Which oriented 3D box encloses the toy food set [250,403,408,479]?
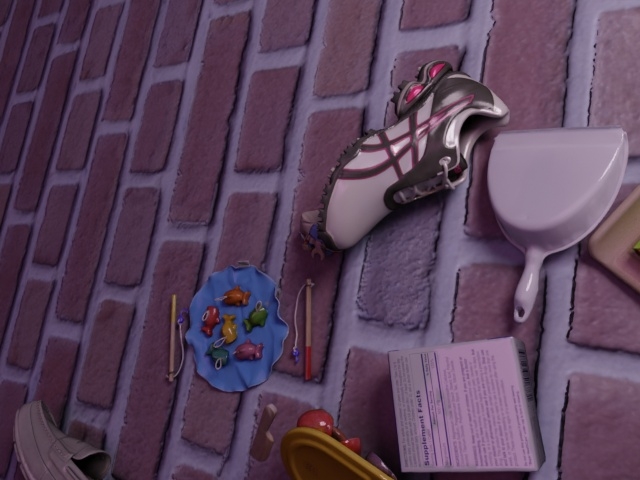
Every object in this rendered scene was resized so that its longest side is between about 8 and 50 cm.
[{"bbox_3d":[0.028,0.251,0.587,0.218,0.071,0.128,27,128,23],"label":"toy food set"}]

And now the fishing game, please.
[{"bbox_3d":[-0.129,0.123,0.743,0.264,0.041,0.189,-5,77,29],"label":"fishing game"}]

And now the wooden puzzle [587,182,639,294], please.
[{"bbox_3d":[0.399,0.000,0.438,0.238,0.044,0.221,47,115,30],"label":"wooden puzzle"}]

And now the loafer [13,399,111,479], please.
[{"bbox_3d":[-0.383,0.363,0.799,0.111,0.112,0.319,-34,54,-22],"label":"loafer"}]

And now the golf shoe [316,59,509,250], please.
[{"bbox_3d":[0.103,-0.089,0.613,0.120,0.105,0.273,38,91,30],"label":"golf shoe"}]

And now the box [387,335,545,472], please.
[{"bbox_3d":[0.152,0.174,0.544,0.137,0.072,0.126,-13,71,26],"label":"box"}]

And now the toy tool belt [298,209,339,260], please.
[{"bbox_3d":[0.000,0.000,0.701,0.083,0.052,0.051,48,133,33],"label":"toy tool belt"}]

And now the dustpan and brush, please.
[{"bbox_3d":[0.237,-0.016,0.559,0.147,0.060,0.211,9,71,47],"label":"dustpan and brush"}]
